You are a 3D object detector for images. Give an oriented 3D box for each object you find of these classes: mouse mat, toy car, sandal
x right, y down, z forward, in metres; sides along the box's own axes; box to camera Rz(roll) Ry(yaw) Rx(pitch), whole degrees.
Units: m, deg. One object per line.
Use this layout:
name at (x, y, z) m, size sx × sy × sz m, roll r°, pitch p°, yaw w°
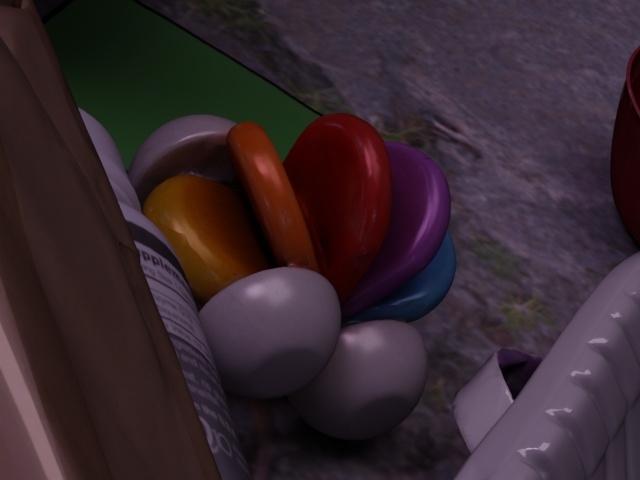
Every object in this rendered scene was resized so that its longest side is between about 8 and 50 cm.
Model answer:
mouse mat at (-0.090, -0.079, 1.099) m, size 0.190 × 0.007 × 0.152 m, roll 31°, pitch 39°, yaw 6°
toy car at (0.000, 0.000, 0.934) m, size 0.182 × 0.136 × 0.159 m, roll 31°, pitch 25°, yaw -49°
sandal at (0.108, 0.117, 0.914) m, size 0.102 × 0.169 × 0.416 m, roll 1°, pitch 24°, yaw 35°

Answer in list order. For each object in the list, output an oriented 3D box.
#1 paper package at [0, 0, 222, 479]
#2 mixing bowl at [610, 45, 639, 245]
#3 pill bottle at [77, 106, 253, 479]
paper package at (-0.213, 0.074, 0.553) m, size 0.309 × 0.325 × 0.168 m, roll 66°, pitch 7°, yaw 20°
mixing bowl at (0.253, -0.037, 1.179) m, size 0.181 × 0.098 × 0.181 m, roll 17°, pitch 40°, yaw -15°
pill bottle at (-0.120, 0.079, 0.782) m, size 0.161 × 0.161 × 0.283 m, roll 3°, pitch 45°, yaw -28°
